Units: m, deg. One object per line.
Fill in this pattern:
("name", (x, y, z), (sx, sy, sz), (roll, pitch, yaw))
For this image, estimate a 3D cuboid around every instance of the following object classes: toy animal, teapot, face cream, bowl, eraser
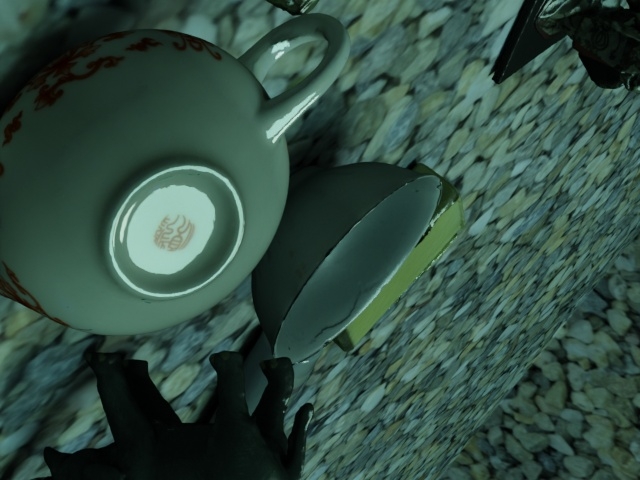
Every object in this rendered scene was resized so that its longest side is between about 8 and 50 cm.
("toy animal", (-0.134, 0.148, 0.985), (0.269, 0.137, 0.082), (-10, 171, 10))
("teapot", (-0.081, -0.034, 0.701), (0.245, 0.116, 0.159), (-35, 116, -13))
("face cream", (-0.064, 0.159, 1.297), (0.084, 0.057, 0.198), (-26, 152, -51))
("bowl", (0.000, 0.000, 1.061), (0.189, 0.086, 0.189), (-43, 161, -19))
("eraser", (0.059, 0.017, 1.296), (0.172, 0.058, 0.117), (-47, 163, -8))

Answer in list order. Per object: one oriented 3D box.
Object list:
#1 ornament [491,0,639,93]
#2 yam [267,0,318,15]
("ornament", (0.296, -0.175, 1.239), (0.166, 0.196, 0.153), (-38, 161, -37))
("yam", (0.004, -0.180, 0.729), (0.132, 0.054, 0.054), (-56, 162, 18))
